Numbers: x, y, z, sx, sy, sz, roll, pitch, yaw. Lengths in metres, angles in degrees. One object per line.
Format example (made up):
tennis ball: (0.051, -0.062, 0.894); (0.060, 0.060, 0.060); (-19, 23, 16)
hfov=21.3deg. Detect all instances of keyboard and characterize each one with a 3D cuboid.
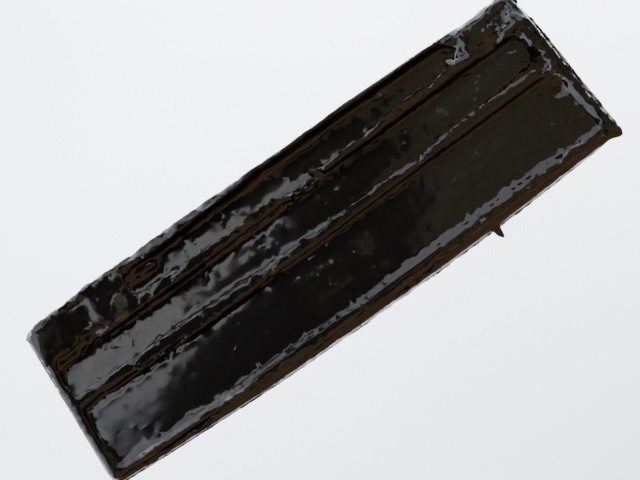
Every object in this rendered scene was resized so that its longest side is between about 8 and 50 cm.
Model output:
keyboard: (0.000, 0.000, 0.694); (0.250, 0.087, 0.017); (-35, -18, -1)
